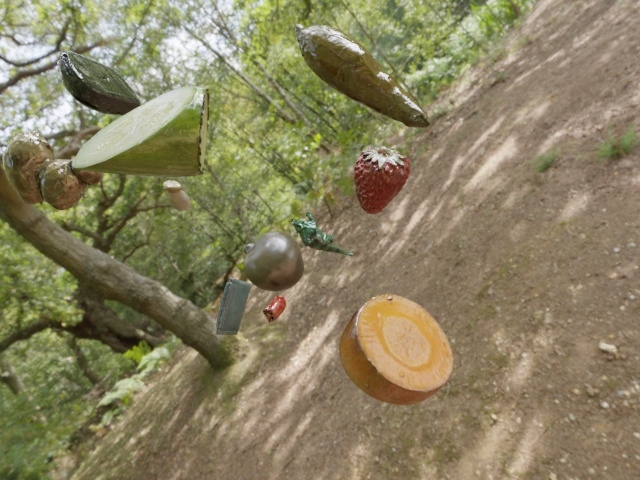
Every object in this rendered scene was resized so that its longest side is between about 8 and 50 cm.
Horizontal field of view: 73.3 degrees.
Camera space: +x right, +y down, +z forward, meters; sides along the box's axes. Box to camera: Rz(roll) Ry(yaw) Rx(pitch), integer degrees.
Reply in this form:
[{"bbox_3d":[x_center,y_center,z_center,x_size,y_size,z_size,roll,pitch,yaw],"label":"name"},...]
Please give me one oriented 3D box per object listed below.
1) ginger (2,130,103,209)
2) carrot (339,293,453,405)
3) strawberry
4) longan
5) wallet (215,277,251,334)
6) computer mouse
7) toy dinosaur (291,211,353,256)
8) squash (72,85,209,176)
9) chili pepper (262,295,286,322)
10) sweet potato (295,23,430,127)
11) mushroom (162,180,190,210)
[{"bbox_3d":[-0.888,-0.217,1.433,0.155,0.303,0.245,-95,24,-80],"label":"ginger"},{"bbox_3d":[0.199,0.268,1.068,0.100,0.306,0.259,125,151,-48],"label":"carrot"},{"bbox_3d":[0.204,-0.204,1.532,0.205,0.205,0.245,-60,-17,-51],"label":"strawberry"},{"bbox_3d":[-0.215,0.090,1.969,0.300,0.299,0.243,-60,-8,-52],"label":"longan"},{"bbox_3d":[-0.205,0.154,0.996,0.088,0.026,0.130,32,-109,-66],"label":"wallet"},{"bbox_3d":[-0.667,-0.450,1.277,0.100,0.170,0.269,-36,1,12],"label":"computer mouse"},{"bbox_3d":[-0.005,-0.014,1.527,0.079,0.291,0.120,-36,54,25],"label":"toy dinosaur"},{"bbox_3d":[-0.352,-0.218,0.834,0.189,0.260,0.190,-175,90,-80],"label":"squash"},{"bbox_3d":[-0.190,0.284,1.822,0.070,0.073,0.123,-53,-1,34],"label":"chili pepper"},{"bbox_3d":[0.103,-0.401,1.066,0.130,0.422,0.130,-47,-9,-10],"label":"sweet potato"},{"bbox_3d":[-0.670,-0.205,2.014,0.088,0.097,0.213,-36,-23,-14],"label":"mushroom"}]
